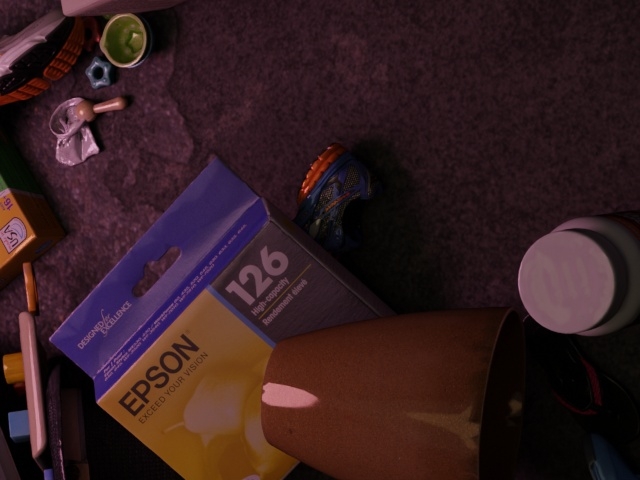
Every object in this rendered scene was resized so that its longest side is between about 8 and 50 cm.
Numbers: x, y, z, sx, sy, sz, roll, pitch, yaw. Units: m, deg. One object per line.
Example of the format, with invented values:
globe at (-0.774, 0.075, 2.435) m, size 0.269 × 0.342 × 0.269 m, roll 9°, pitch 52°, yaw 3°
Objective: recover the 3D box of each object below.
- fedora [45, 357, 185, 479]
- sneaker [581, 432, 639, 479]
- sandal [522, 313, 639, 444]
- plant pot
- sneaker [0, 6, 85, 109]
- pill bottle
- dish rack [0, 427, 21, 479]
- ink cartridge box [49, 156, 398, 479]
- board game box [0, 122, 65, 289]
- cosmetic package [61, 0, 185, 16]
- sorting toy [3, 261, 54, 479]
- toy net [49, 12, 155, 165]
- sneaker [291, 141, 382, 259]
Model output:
fedora at (-0.239, 0.299, 2.024) m, size 0.152 × 0.334 × 0.334 m, roll -7°, pitch 90°, yaw -7°
sneaker at (0.351, 0.289, 1.774) m, size 0.082 × 0.069 × 0.209 m, roll -30°, pitch 78°, yaw 11°
sandal at (0.275, 0.152, 1.814) m, size 0.067 × 0.040 × 0.179 m, roll -46°, pitch 72°, yaw 23°
plant pot at (0.074, 0.174, 1.790) m, size 0.254 × 0.237 × 0.237 m, roll 6°, pitch 96°, yaw 17°
sneaker at (-0.417, -0.223, 2.094) m, size 0.262 × 0.099 × 0.121 m, roll -37°, pitch 68°, yaw 10°
pill bottle at (0.288, 0.033, 1.696) m, size 0.121 × 0.221 × 0.121 m, roll 2°, pitch 94°, yaw 28°
dish rack at (-0.468, 0.245, 2.134) m, size 0.285 × 0.072 × 0.333 m, roll 0°, pitch 113°, yaw 54°
ink cartridge box at (-0.104, 0.118, 1.908) m, size 0.307 × 0.072 × 0.303 m, roll 41°, pitch 102°, yaw -10°
board game box at (-0.513, -0.015, 2.225) m, size 0.316 × 0.064 × 0.242 m, roll -39°, pitch 75°, yaw 25°
cosmetic package at (-0.172, -0.348, 1.906) m, size 0.296 × 0.153 × 0.129 m, roll -8°, pitch 91°, yaw 53°
sorting toy at (-0.358, 0.199, 2.060) m, size 0.047 × 0.196 × 0.347 m, roll -7°, pitch 69°, yaw -7°
toy net at (-0.292, -0.200, 2.102) m, size 0.122 × 0.045 × 0.232 m, roll 42°, pitch 111°, yaw 20°
sneaker at (0.000, 0.000, 1.937) m, size 0.087 × 0.083 × 0.221 m, roll 29°, pitch 111°, yaw 14°
